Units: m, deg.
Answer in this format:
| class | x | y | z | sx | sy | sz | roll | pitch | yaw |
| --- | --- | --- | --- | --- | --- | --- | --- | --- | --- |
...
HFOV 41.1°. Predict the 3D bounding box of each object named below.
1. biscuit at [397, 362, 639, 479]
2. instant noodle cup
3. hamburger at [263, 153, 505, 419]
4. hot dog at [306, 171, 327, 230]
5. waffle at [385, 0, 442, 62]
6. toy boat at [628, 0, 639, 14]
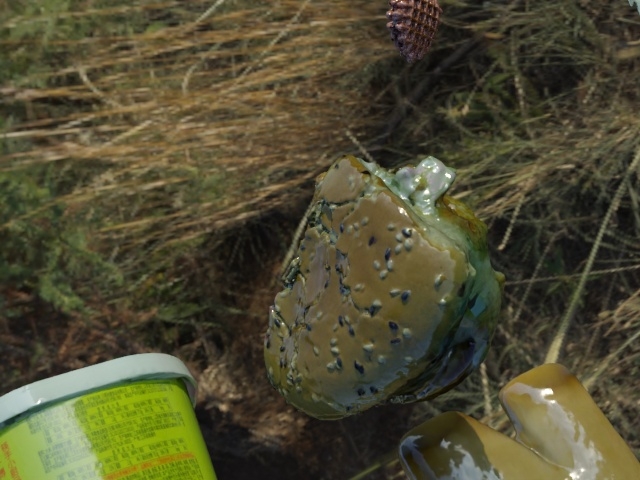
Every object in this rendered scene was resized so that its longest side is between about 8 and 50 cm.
| class | x | y | z | sx | sy | sz | roll | pitch | yaw |
| --- | --- | --- | --- | --- | --- | --- | --- | --- | --- |
| biscuit | 0.243 | 0.288 | 0.914 | 0.062 | 0.237 | 0.291 | 89 | 156 | -58 |
| instant noodle cup | -0.208 | 0.325 | 0.896 | 0.308 | 0.294 | 0.294 | 59 | 137 | 29 |
| hamburger | 0.066 | 0.061 | 0.790 | 0.192 | 0.167 | 0.288 | 45 | 121 | 44 |
| hot dog | 0.000 | 0.000 | 1.768 | 0.068 | 0.083 | 0.289 | 13 | 107 | 4 |
| waffle | 0.100 | -0.235 | 0.920 | 0.029 | 0.083 | 0.075 | 10 | 144 | 42 |
| toy boat | 0.585 | -0.309 | 1.250 | 0.291 | 0.210 | 0.070 | 53 | 147 | 30 |
